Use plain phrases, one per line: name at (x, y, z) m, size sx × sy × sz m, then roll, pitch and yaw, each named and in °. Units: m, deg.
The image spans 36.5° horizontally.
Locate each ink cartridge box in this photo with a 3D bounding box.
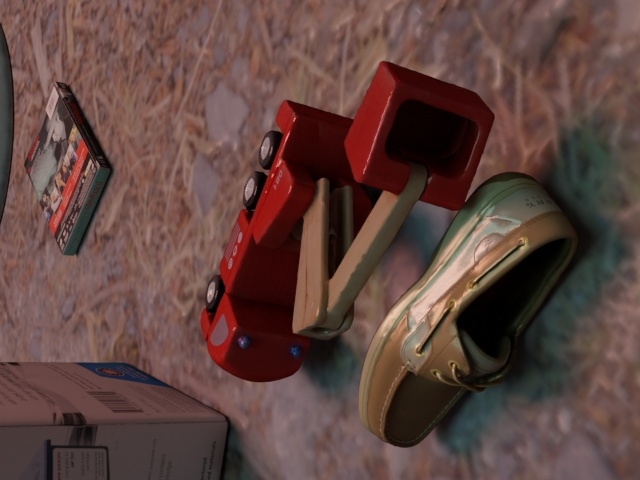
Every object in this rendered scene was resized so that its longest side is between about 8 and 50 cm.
ink cartridge box at (-0.174, 0.123, 0.574) m, size 0.139 × 0.190 × 0.082 m, roll 13°, pitch 97°, yaw 52°

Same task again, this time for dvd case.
dvd case at (-0.204, -0.059, 0.774) m, size 0.119 × 0.013 × 0.087 m, roll 54°, pitch 126°, yaw 38°

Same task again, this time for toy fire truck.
toy fire truck at (0.000, 0.000, 0.453) m, size 0.135 × 0.047 × 0.192 m, roll -118°, pitch 46°, yaw -59°

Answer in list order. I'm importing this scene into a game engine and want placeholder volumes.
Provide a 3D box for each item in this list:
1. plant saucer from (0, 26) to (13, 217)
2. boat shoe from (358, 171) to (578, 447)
plant saucer at (-0.394, -0.091, 0.993) m, size 0.317 × 0.043 × 0.318 m, roll -8°, pitch 80°, yaw 52°
boat shoe at (0.059, 0.038, 0.403) m, size 0.045 × 0.050 × 0.135 m, roll 52°, pitch 125°, yaw 47°
